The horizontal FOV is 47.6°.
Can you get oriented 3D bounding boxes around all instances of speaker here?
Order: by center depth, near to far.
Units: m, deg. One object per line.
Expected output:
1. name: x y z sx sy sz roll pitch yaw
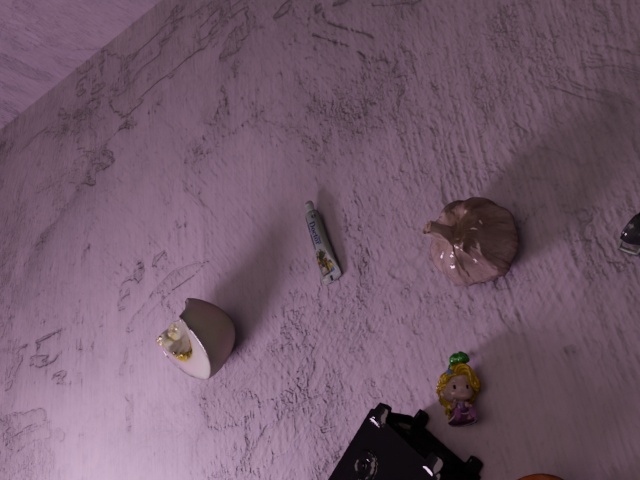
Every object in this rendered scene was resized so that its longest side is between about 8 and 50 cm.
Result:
1. speaker: 0.178 0.519 1.566 0.232 0.184 0.254 37 101 41

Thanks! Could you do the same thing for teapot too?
1. teapot: 0.635 -0.008 1.456 0.057 0.066 0.088 40 124 24

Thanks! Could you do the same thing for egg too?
1. egg: -0.333 0.276 2.094 0.206 0.161 0.271 46 145 8

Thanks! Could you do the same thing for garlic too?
1. garlic: 0.315 -0.005 1.616 0.218 0.212 0.219 -16 67 42

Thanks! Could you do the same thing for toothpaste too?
1. toothpaste: 0.000 0.000 1.995 0.067 0.037 0.256 -32 61 28

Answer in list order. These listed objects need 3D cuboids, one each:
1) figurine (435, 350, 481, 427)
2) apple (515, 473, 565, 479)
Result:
1. figurine: 0.299 0.332 1.604 0.115 0.094 0.156 114 154 -59
2. apple: 0.407 0.576 1.280 0.275 0.299 0.299 -46 50 4
